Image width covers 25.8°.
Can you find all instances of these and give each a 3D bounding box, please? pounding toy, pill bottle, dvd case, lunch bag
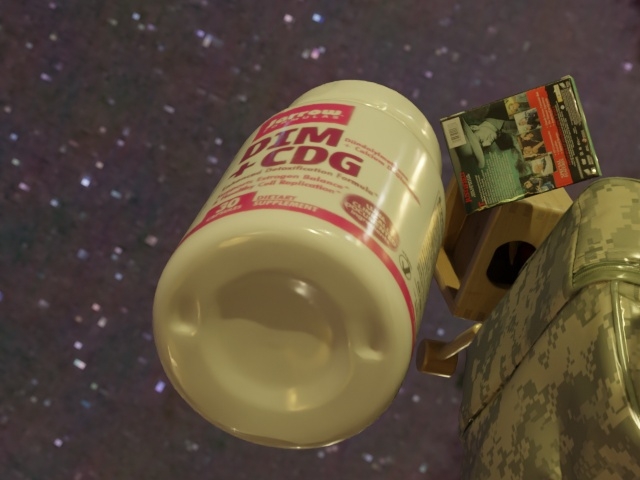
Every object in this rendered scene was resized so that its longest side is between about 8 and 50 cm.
[{"bbox_3d":[0.164,0.042,1.302,0.181,0.094,0.206,-109,35,-59],"label":"pounding toy"},{"bbox_3d":[0.000,0.000,0.947,0.283,0.160,0.160,-67,-8,-62],"label":"pill bottle"},{"bbox_3d":[0.166,-0.078,1.169,0.013,0.119,0.087,-11,-96,-68],"label":"dvd case"},{"bbox_3d":[0.233,0.147,1.055,0.305,0.212,0.256,120,167,-50],"label":"lunch bag"}]
